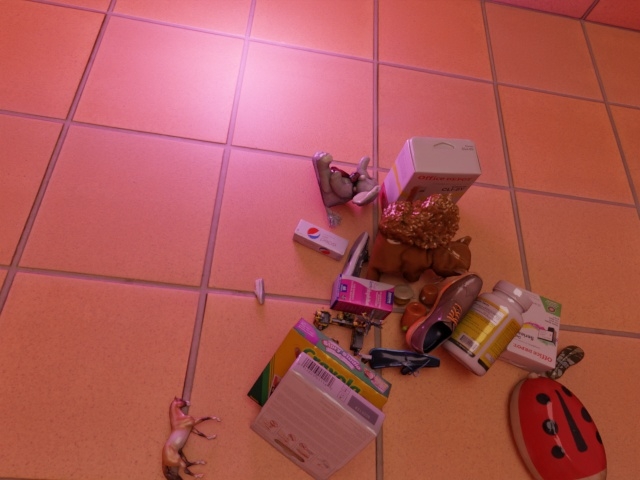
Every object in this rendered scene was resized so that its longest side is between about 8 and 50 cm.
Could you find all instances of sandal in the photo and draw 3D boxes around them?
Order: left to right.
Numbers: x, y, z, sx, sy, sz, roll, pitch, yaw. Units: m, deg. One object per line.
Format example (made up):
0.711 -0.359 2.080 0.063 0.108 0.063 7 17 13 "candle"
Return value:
0.961 0.481 1.839 0.180 0.049 0.072 -39 71 -10 "sandal"

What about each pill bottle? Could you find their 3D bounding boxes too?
0.618 0.317 1.714 0.188 0.188 0.334 41 85 10 "pill bottle"

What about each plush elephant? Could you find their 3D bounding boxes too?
0.126 -0.234 1.909 0.256 0.272 0.329 -14 96 -3 "plush elephant"

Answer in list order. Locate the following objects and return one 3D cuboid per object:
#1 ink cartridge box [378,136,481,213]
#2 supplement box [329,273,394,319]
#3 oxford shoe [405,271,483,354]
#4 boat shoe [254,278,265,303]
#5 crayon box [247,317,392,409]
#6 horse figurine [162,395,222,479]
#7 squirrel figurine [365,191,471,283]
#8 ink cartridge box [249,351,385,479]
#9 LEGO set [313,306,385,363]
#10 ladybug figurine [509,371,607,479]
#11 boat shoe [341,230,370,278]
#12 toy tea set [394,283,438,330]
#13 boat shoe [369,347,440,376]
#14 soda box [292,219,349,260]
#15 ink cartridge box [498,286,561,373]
0.430 -0.235 1.891 0.280 0.384 0.160 0 64 -11 "ink cartridge box"
0.159 0.217 1.771 0.220 0.114 0.111 13 61 -7 "supplement box"
0.464 0.265 1.650 0.130 0.133 0.363 40 88 -10 "oxford shoe"
-0.232 0.194 1.752 0.035 0.035 0.100 -11 68 14 "boat shoe"
-0.008 0.482 1.500 0.363 0.313 0.106 35 22 7 "crayon box"
-0.429 0.643 1.471 0.175 0.066 0.263 20 60 -8 "horse figurine"
0.396 0.014 1.751 0.371 0.396 0.280 15 50 8 "squirrel figurine"
-0.023 0.563 1.444 0.308 0.384 0.091 36 38 6 "ink cartridge box"
0.071 0.376 1.628 0.255 0.192 0.331 20 62 -1 "LEGO set"
0.852 0.688 1.646 0.306 0.162 0.448 -13 67 -17 "ladybug figurine"
0.159 0.070 1.867 0.076 0.080 0.228 33 58 -14 "boat shoe"
0.440 0.268 1.823 0.337 0.124 0.200 -3 35 -9 "toy tea set"
0.306 0.453 1.704 0.259 0.109 0.088 4 70 9 "boat shoe"
0.000 0.000 1.870 0.216 0.069 0.073 25 62 1 "soda box"
0.814 0.353 1.829 0.202 0.117 0.278 22 63 0 "ink cartridge box"
